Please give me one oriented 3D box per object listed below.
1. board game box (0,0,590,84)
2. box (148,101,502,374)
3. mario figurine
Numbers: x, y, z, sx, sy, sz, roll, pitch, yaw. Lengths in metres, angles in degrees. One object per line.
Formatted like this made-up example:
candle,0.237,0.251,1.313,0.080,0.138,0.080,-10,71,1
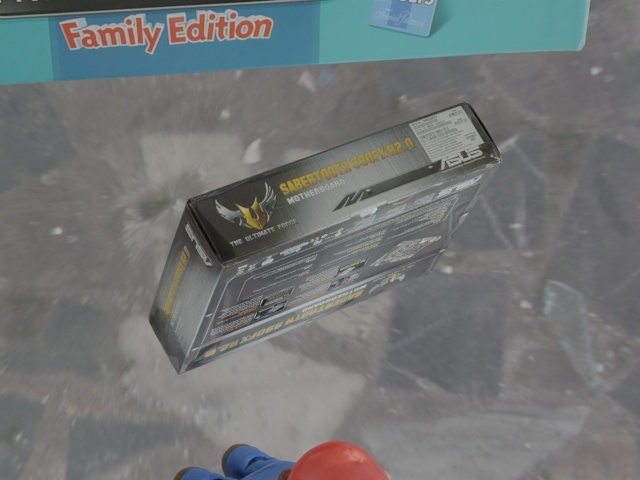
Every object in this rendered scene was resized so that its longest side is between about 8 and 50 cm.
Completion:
board game box,-0.075,-0.166,0.704,0.336,0.253,0.079,-5,124,-9
box,0.000,0.000,1.113,0.231,0.183,0.056,-21,70,-24
mario figurine,-0.028,0.296,1.546,0.170,0.320,0.198,40,70,-23
